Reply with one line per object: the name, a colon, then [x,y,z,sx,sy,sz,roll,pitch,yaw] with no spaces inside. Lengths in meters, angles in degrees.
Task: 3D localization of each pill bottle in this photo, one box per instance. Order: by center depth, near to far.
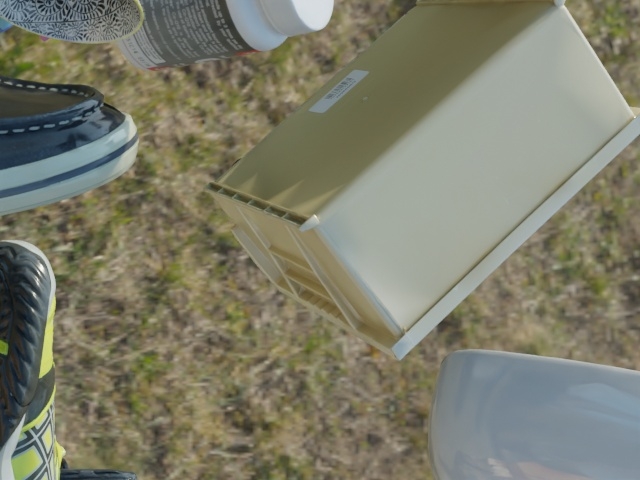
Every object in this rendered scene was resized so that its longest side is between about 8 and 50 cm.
pill bottle: [-0.136,-0.330,1.668,0.161,0.283,0.161,16,71,-60]

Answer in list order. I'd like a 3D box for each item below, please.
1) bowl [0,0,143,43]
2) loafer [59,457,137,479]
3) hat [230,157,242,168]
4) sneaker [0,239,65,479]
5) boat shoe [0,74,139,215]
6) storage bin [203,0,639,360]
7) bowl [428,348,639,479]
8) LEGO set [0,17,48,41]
bowl: [-0.263,-0.278,1.265,0.170,0.170,0.080,20,67,-37]
loafer: [-0.338,0.313,1.531,0.076,0.223,0.078,81,17,-49]
hat: [0.000,0.000,1.844,0.331,0.331,0.134,29,74,-34]
sneaker: [-0.319,0.182,1.171,0.147,0.145,0.384,-15,120,-68]
boat shoe: [-0.375,-0.112,0.837,0.500,0.187,0.156,8,110,1]
storage bin: [0.066,-0.067,0.956,0.262,0.260,0.123,-43,112,-11]
bowl: [0.103,0.103,0.402,0.053,0.142,0.142,-60,145,-34]
LEGO set: [-0.422,-0.310,1.501,0.227,0.093,0.087,44,54,5]
